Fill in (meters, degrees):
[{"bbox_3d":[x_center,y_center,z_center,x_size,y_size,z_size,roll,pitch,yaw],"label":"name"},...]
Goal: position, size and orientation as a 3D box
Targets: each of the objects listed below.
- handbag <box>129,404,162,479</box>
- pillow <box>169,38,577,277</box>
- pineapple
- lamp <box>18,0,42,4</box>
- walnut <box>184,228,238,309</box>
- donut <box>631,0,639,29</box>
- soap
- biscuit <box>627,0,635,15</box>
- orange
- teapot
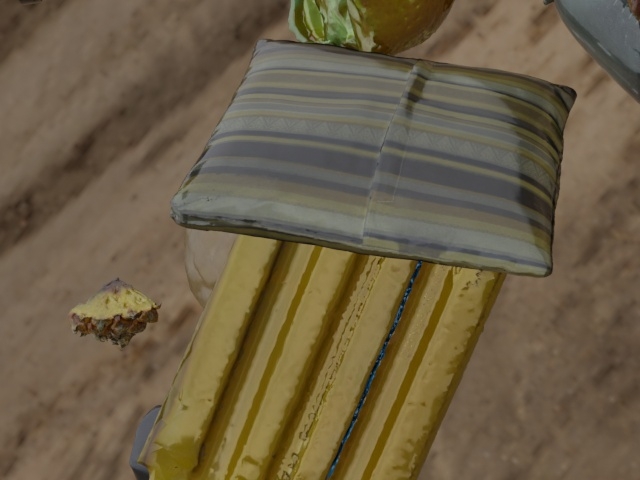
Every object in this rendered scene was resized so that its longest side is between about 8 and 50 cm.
[{"bbox_3d":[-0.108,0.380,2.421,0.275,0.301,0.178,-7,34,17],"label":"handbag"},{"bbox_3d":[0.039,-0.055,0.962,0.212,0.208,0.052,-70,-15,-56],"label":"pillow"},{"bbox_3d":[-0.256,0.097,2.064,0.114,0.114,0.077,97,161,-57],"label":"pineapple"},{"bbox_3d":[-0.406,-0.258,1.383,0.108,0.371,0.130,117,147,-47],"label":"lamp"},{"bbox_3d":[0.000,0.002,1.773,0.313,0.252,0.277,-39,-15,34],"label":"walnut"},{"bbox_3d":[0.339,-0.238,1.282,0.187,0.126,0.144,-1,48,38],"label":"donut"},{"bbox_3d":[0.012,0.072,1.276,0.096,0.204,0.324,-63,-4,-74],"label":"soap"},{"bbox_3d":[0.498,-0.289,1.655,0.350,0.078,0.455,0,30,31],"label":"biscuit"},{"bbox_3d":[0.042,-0.315,1.715,0.335,0.196,0.262,-169,75,-65],"label":"orange"},{"bbox_3d":[0.442,-0.346,2.100,0.315,0.312,0.233,-53,-19,16],"label":"teapot"}]
